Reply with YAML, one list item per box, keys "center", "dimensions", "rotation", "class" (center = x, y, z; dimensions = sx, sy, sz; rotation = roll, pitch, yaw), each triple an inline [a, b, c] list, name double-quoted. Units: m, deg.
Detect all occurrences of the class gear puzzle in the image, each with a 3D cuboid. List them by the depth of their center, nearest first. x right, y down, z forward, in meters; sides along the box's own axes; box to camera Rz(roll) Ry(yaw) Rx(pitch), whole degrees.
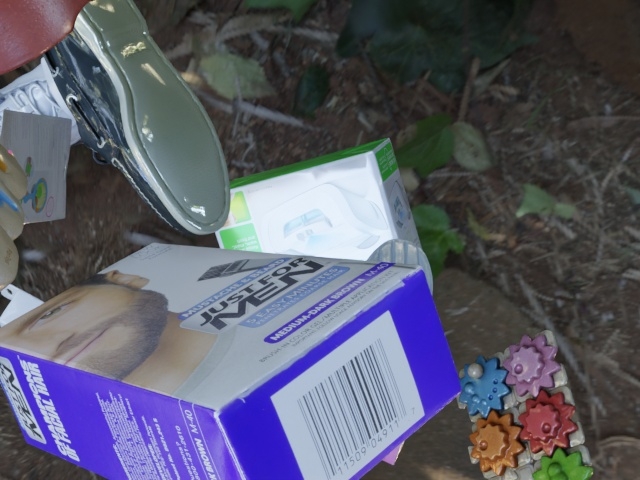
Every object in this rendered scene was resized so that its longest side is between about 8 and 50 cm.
- center: [0.264, 0.293, 1.320]
  dimensions: [0.044, 0.175, 0.339]
  rotation: [19, 51, -43]
  class: "gear puzzle"

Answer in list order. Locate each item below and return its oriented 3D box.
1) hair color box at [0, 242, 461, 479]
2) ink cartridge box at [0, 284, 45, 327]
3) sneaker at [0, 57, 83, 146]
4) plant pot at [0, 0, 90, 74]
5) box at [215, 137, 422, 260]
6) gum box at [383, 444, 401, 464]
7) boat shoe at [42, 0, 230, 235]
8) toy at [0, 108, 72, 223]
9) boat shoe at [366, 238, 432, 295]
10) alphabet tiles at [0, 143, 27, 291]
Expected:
- center: [-0.088, 0.091, 0.757]
  dimensions: [0.185, 0.339, 0.110]
  rotation: [-32, 111, -35]
  class: "hair color box"
- center: [-0.431, 0.137, 1.586]
  dimensions: [0.180, 0.104, 0.060]
  rotation: [29, 68, -2]
  class: "ink cartridge box"
- center: [-0.397, -0.197, 1.504]
  dimensions: [0.210, 0.366, 0.137]
  rotation: [-31, 94, -34]
  class: "sneaker"
- center: [-0.293, -0.268, 0.724]
  dimensions: [0.272, 0.265, 0.272]
  rotation: [-8, 53, 10]
  class: "plant pot"
- center: [0.000, 0.000, 1.487]
  dimensions: [0.262, 0.127, 0.231]
  rotation: [-13, 100, 18]
  class: "box"
- center: [0.066, 0.213, 1.311]
  dimensions: [0.107, 0.188, 0.062]
  rotation: [24, 61, 10]
  class: "gum box"
- center: [-0.220, -0.143, 1.127]
  dimensions: [0.340, 0.113, 0.127]
  rotation: [58, 38, -2]
  class: "boat shoe"
- center: [-0.376, -0.092, 1.290]
  dimensions: [0.056, 0.237, 0.137]
  rotation: [6, 94, 2]
  class: "toy"
- center: [0.064, 0.096, 1.091]
  dimensions: [0.083, 0.076, 0.226]
  rotation: [20, 44, -3]
  class: "boat shoe"
- center: [-0.229, -0.097, 0.422]
  dimensions: [0.021, 0.284, 0.278]
  rotation: [-41, 114, 3]
  class: "alphabet tiles"
